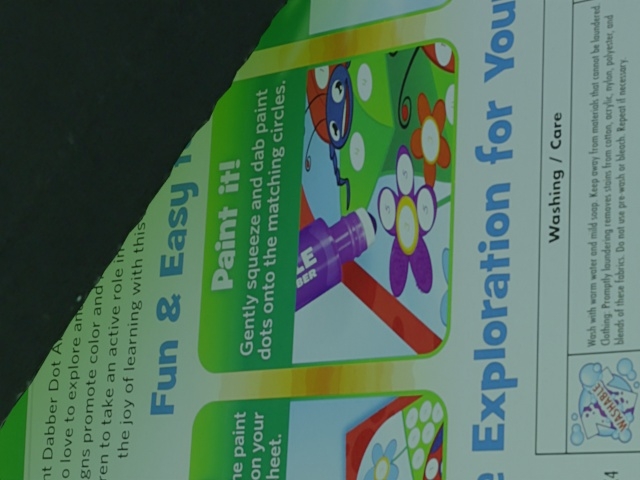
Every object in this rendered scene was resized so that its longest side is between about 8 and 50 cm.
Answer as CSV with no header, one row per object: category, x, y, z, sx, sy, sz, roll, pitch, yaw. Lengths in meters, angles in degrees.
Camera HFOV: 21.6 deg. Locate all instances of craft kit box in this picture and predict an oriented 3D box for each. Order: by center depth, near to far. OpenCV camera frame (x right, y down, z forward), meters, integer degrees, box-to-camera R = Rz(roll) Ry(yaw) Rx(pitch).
craft kit box,0.000,0.000,0.411,0.246,0.061,0.250,-6,75,35

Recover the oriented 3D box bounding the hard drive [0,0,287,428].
hard drive,-0.109,-0.064,0.399,0.237,0.064,0.339,11,61,47
